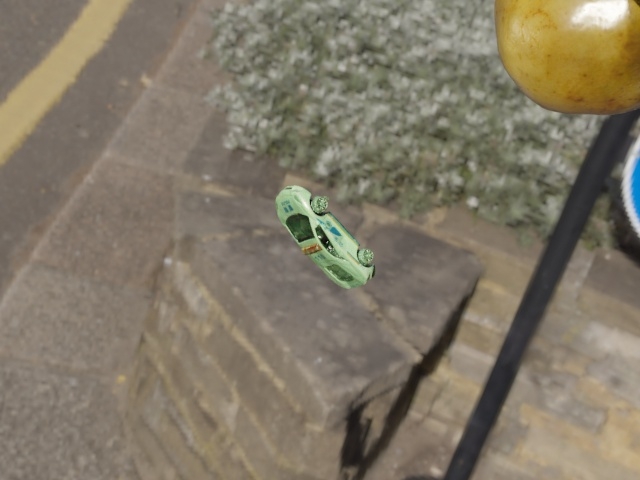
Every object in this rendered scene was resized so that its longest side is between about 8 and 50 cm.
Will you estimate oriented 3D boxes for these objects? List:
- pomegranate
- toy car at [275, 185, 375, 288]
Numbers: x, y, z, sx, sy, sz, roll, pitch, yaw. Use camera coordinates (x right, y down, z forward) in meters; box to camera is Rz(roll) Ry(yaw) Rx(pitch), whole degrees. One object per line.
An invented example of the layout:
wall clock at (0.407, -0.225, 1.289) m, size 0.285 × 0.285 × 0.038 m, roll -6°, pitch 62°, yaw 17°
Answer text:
pomegranate at (0.401, -0.319, 1.716) m, size 0.307 × 0.307 × 0.307 m, roll 13°, pitch 28°, yaw -7°
toy car at (0.000, 0.000, 1.697) m, size 0.186 × 0.093 × 0.058 m, roll 48°, pitch 58°, yaw -17°
